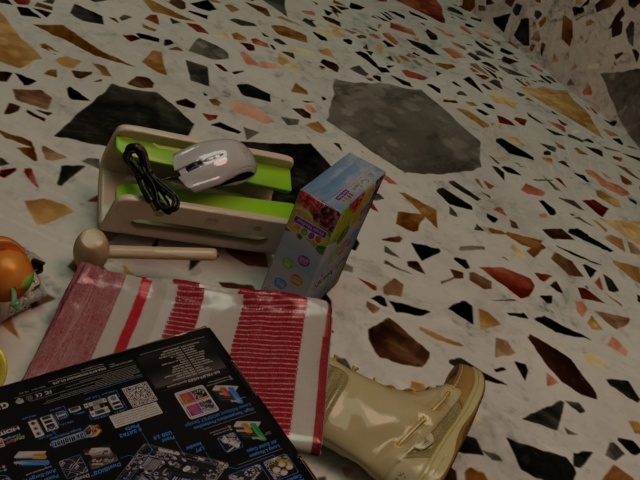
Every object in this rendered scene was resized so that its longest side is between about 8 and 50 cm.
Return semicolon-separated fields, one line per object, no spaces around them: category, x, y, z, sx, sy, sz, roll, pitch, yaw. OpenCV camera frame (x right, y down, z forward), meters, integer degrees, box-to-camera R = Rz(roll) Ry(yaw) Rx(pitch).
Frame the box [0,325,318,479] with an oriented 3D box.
box;-0.163;0.229;0.794;0.295;0.073;0.293;-14;47;-34

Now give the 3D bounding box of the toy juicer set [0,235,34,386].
toy juicer set;-0.455;0.028;0.894;0.329;0.089;0.209;18;72;-8

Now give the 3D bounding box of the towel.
towel;-0.153;0.129;1.011;0.329;0.037;0.237;8;38;-1

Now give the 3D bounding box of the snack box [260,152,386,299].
snack box;0.000;0.000;1.234;0.070;0.207;0.174;31;32;11

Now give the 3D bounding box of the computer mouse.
computer mouse;-0.164;-0.104;1.200;0.193;0.042;0.106;-21;74;-37

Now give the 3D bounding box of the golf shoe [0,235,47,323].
golf shoe;-0.363;0.059;1.034;0.086;0.069;0.176;18;32;-22

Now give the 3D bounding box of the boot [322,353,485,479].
boot;0.086;0.200;1.103;0.203;0.095;0.262;29;35;10

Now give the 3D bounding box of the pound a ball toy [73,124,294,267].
pound a ball toy;-0.196;-0.028;1.252;0.319;0.136;0.208;8;60;-26
